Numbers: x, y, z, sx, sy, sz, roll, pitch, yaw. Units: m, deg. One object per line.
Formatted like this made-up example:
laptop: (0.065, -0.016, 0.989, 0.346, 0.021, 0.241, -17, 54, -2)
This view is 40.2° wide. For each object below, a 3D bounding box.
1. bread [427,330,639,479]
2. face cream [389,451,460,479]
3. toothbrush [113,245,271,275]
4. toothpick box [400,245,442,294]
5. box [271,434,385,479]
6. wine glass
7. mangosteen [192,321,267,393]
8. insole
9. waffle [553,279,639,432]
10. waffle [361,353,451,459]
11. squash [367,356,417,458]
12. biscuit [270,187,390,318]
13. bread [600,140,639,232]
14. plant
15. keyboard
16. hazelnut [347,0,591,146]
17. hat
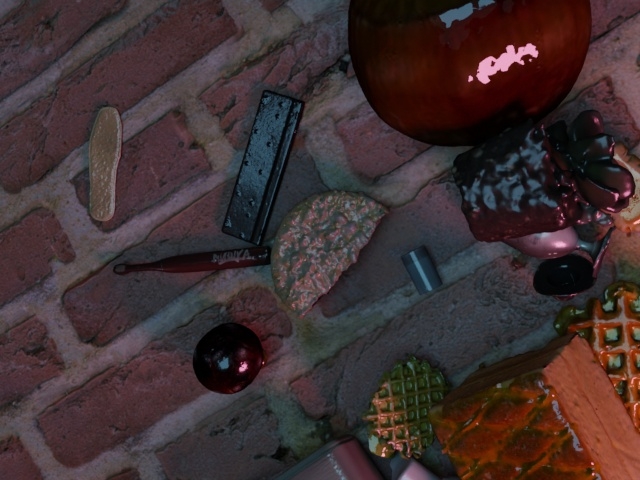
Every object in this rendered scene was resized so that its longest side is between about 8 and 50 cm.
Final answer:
bread: (0.379, 0.346, 1.520, 0.279, 0.207, 0.279, -28, 88, 39)
face cream: (0.277, 0.531, 1.633, 0.369, 0.145, 0.145, 34, 102, 13)
toothbrush: (-0.273, 0.048, 1.831, 0.364, 0.041, 0.041, -6, 91, 17)
toothpick box: (0.195, 0.057, 1.681, 0.052, 0.052, 0.083, -27, 86, 17)
box: (-0.009, 0.526, 1.715, 0.312, 0.175, 0.182, -36, 74, 16)
wine glass: (0.409, -0.013, 1.583, 0.222, 0.103, 0.103, 19, 98, 20)
mangosteen: (-0.180, 0.244, 1.768, 0.152, 0.152, 0.152, 1, 93, 17)
insole: (-0.469, -0.165, 1.894, 0.081, 0.011, 0.248, 5, 95, 16)
waffle: (0.566, 0.225, 1.569, 0.325, 0.068, 0.302, 41, 104, 10)
waffle: (0.171, 0.316, 1.658, 0.169, 0.036, 0.183, 45, 73, -13)
squash: (0.137, 0.316, 1.705, 0.075, 0.090, 0.200, 14, 83, 47)
biscuit: (0.000, 0.000, 1.724, 0.179, 0.084, 0.281, 45, 102, 15)
bread: (0.531, -0.093, 1.553, 0.177, 0.084, 0.119, 46, 105, 9)
plant: (0.371, -0.104, 1.464, 0.276, 0.188, 0.199, -16, 80, 15)
keyboard: (-0.116, -0.146, 1.783, 0.101, 0.018, 0.310, 20, 98, 17)
hazelnut: (0.255, -0.348, 1.498, 0.420, 0.353, 0.421, -1, 111, -3)
hat: (0.449, 0.078, 1.600, 0.121, 0.121, 0.050, -2, 131, 17)
